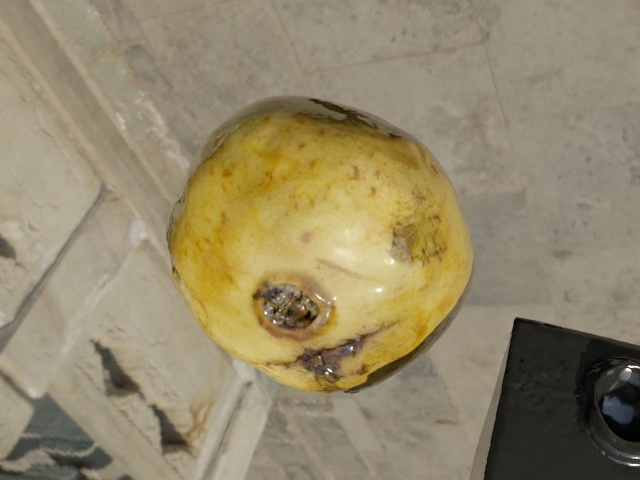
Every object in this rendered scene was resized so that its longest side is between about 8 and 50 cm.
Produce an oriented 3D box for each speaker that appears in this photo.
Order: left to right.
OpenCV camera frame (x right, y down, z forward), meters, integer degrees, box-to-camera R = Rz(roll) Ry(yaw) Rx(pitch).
[{"bbox_3d":[0.186,0.230,0.556,0.184,0.254,0.232,13,141,12],"label":"speaker"}]

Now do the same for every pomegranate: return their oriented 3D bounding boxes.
[{"bbox_3d":[0.000,0.000,0.664,0.260,0.260,0.260,12,140,10],"label":"pomegranate"}]
